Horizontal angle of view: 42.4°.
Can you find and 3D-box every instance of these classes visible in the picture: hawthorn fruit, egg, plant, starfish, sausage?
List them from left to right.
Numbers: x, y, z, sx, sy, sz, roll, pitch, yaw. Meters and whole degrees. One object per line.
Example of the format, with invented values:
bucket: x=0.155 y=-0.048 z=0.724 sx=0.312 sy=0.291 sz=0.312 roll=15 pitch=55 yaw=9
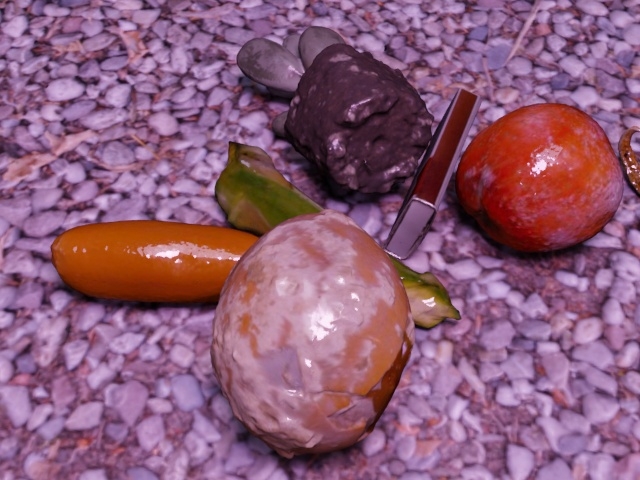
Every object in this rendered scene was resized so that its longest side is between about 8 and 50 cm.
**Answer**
sausage: x=-0.168 y=0.022 z=0.874 sx=0.238 sy=0.098 sz=0.098 roll=4 pitch=55 yaw=-1
egg: x=-0.006 y=0.084 z=0.774 sx=0.195 sy=0.195 sz=0.233 roll=11 pitch=65 yaw=6
plant: x=0.013 y=-0.168 z=0.990 sx=0.146 sy=0.149 sz=0.274 roll=17 pitch=21 yaw=-42
hawthorn fruit: x=0.237 y=-0.068 z=0.910 sx=0.173 sy=0.172 sz=0.172 roll=1 pitch=55 yaw=-1
starfish: x=0.452 y=-0.077 z=0.977 sx=0.190 sy=0.074 sz=0.146 roll=1 pitch=56 yaw=-1

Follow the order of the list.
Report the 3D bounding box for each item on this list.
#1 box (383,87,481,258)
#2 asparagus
box: x=0.128 y=-0.076 z=0.940 sx=0.036 sy=0.115 sz=0.177 roll=26 pitch=58 yaw=0
asparagus: x=0.001 y=-0.001 z=0.909 sx=0.343 sy=0.082 sz=0.085 roll=38 pitch=26 yaw=21
